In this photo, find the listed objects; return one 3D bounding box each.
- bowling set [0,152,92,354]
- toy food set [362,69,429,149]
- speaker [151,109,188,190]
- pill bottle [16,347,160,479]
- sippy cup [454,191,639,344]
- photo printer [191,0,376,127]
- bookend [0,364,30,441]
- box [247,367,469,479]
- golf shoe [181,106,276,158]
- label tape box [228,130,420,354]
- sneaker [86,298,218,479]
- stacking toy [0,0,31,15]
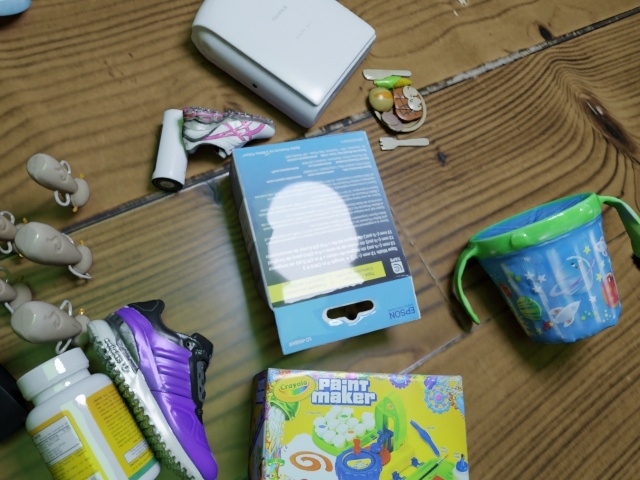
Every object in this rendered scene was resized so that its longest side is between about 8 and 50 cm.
[{"bbox_3d":[-0.451,0.023,0.727,0.199,0.154,0.287,-3,73,3],"label":"bowling set"},{"bbox_3d":[0.165,-0.287,1.033,0.132,0.038,0.192,-7,74,-17],"label":"toy food set"},{"bbox_3d":[-0.259,-0.160,0.867,0.055,0.055,0.136,7,71,-13],"label":"speaker"},{"bbox_3d":[-0.319,0.258,0.669,0.117,0.117,0.209,-31,87,-22],"label":"pill bottle"},{"bbox_3d":[0.422,0.058,0.899,0.240,0.305,0.224,-23,90,-49],"label":"sippy cup"},{"bbox_3d":[-0.077,-0.402,0.970,0.307,0.107,0.256,35,67,-2],"label":"photo printer"},{"bbox_3d":[-0.486,0.177,0.673,0.072,0.156,0.157,-35,40,-22],"label":"bookend"},{"bbox_3d":[0.046,0.338,0.717,0.289,0.177,0.280,6,71,-12],"label":"box"},{"bbox_3d":[-0.166,-0.194,0.896,0.186,0.067,0.086,-6,109,-38],"label":"golf shoe"},{"bbox_3d":[0.000,0.000,0.855,0.249,0.115,0.348,-11,78,-18],"label":"label tape box"},{"bbox_3d":[-0.209,0.213,0.733,0.146,0.102,0.293,-31,87,-36],"label":"sneaker"},{"bbox_3d":[-0.672,-0.478,0.863,0.308,0.130,0.280,-4,47,-19],"label":"stacking toy"}]
